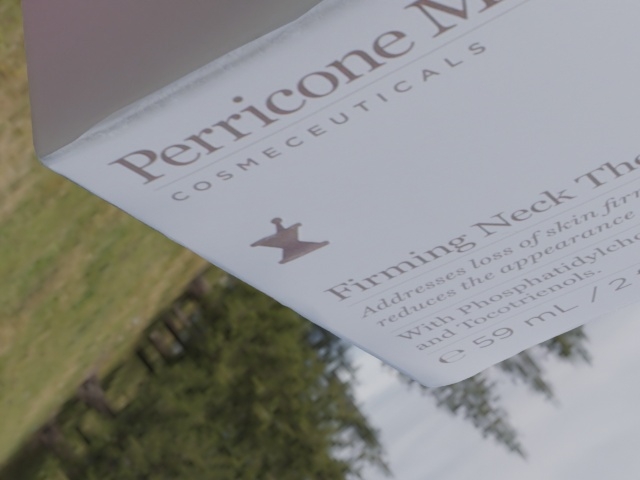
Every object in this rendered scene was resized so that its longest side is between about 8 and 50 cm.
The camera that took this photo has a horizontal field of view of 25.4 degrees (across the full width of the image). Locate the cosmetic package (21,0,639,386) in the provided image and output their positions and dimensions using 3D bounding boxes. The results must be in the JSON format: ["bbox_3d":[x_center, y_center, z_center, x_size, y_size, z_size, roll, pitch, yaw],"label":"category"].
[{"bbox_3d":[0.075,-0.164,0.799,0.329,0.328,0.393,-26,147,23],"label":"cosmetic package"}]
